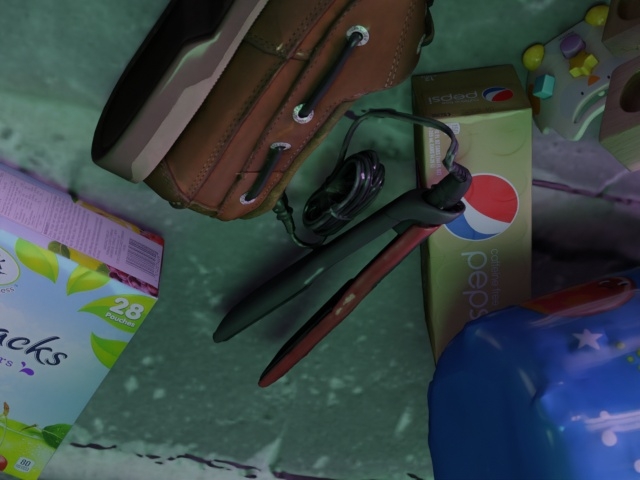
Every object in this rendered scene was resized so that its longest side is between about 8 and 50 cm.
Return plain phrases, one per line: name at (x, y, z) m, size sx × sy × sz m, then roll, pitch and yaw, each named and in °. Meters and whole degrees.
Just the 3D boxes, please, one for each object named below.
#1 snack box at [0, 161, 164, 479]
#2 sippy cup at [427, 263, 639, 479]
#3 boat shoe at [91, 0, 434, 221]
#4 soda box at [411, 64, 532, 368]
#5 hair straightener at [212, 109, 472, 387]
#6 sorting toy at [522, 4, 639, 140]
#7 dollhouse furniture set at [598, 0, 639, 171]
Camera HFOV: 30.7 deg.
snack box at (-0.224, 0.034, 0.688) m, size 0.207 × 0.070 × 0.174 m, roll 26°, pitch 118°, yaw -21°
sippy cup at (0.188, 0.111, 0.639) m, size 0.224 × 0.240 × 0.305 m, roll -7°, pitch 111°, yaw -17°
boat shoe at (0.007, -0.130, 0.583) m, size 0.104 × 0.110 × 0.307 m, roll 28°, pitch 127°, yaw -25°
soda box at (0.090, -0.008, 0.690) m, size 0.061 × 0.058 × 0.181 m, roll -6°, pitch 123°, yaw 0°
hair straightener at (0.000, 0.000, 0.664) m, size 0.089 × 0.047 × 0.230 m, roll 43°, pitch 134°, yaw -3°
sorting toy at (0.150, -0.085, 0.632) m, size 0.083 × 0.075 × 0.045 m, roll -32°, pitch 120°, yaw 16°
dollhouse furniture set at (0.148, -0.136, 0.523) m, size 0.123 × 0.151 × 0.144 m, roll 39°, pitch 142°, yaw -24°
